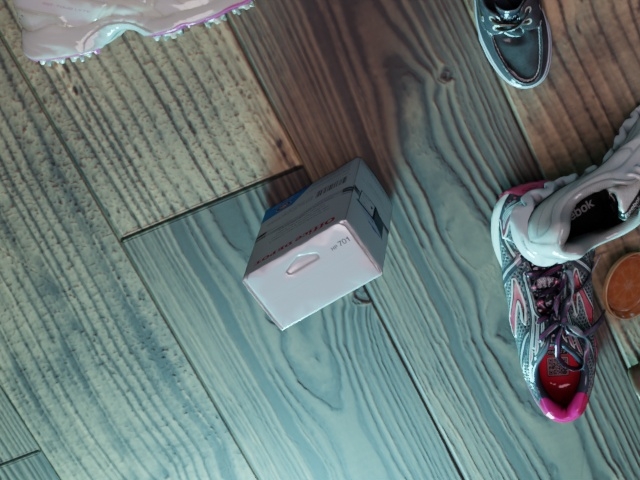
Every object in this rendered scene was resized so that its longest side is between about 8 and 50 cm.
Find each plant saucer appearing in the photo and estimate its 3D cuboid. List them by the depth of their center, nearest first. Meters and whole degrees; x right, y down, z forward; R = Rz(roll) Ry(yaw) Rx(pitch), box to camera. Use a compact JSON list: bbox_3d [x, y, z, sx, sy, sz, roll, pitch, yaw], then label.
[{"bbox_3d":[0.364,0.052,1.699,0.083,0.013,0.083,-11,113,-28],"label":"plant saucer"}]

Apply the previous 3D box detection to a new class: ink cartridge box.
[{"bbox_3d":[0.000,0.000,1.632,0.140,0.190,0.082,-30,109,18],"label":"ink cartridge box"}]

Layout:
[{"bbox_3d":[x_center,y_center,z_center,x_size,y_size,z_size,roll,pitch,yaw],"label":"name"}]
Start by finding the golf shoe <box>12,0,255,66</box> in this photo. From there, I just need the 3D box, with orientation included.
[{"bbox_3d":[-0.197,-0.286,1.562,0.306,0.115,0.140,-12,111,10],"label":"golf shoe"}]

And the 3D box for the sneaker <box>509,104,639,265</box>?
[{"bbox_3d":[0.347,-0.069,1.571,0.292,0.118,0.110,-39,98,-5],"label":"sneaker"}]

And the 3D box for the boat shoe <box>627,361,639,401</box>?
[{"bbox_3d":[0.474,0.245,1.760,0.095,0.095,0.257,-29,109,11],"label":"boat shoe"}]

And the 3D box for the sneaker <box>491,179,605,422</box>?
[{"bbox_3d":[0.275,0.070,1.683,0.121,0.112,0.299,-11,113,11],"label":"sneaker"}]

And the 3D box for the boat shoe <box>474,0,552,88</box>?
[{"bbox_3d":[0.202,-0.263,1.549,0.080,0.076,0.228,-8,114,10],"label":"boat shoe"}]
